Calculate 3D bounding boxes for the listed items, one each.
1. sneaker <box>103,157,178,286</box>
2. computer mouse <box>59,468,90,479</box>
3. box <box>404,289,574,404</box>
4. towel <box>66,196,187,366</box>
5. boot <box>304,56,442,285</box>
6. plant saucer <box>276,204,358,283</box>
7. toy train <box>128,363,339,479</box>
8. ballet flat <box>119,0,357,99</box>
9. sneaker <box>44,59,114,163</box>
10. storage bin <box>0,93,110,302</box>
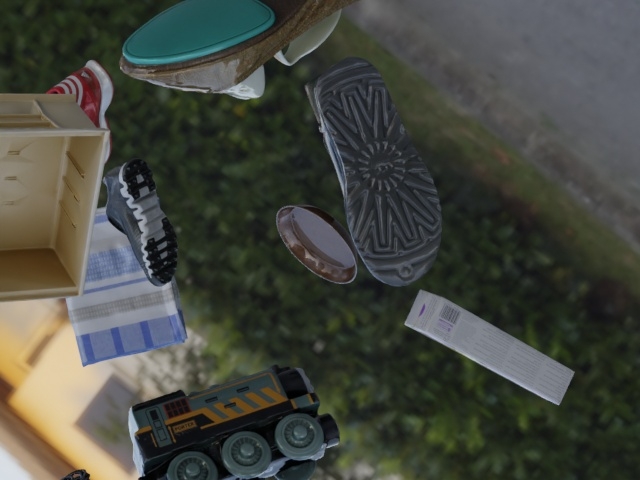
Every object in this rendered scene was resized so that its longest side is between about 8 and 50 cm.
[{"bbox_3d":[-0.321,-0.031,2.241,0.106,0.078,0.234,0,112,45],"label":"sneaker"},{"bbox_3d":[-0.437,0.519,2.060,0.072,0.188,0.272,28,-146,-48],"label":"computer mouse"},{"bbox_3d":[0.275,0.173,2.045,0.324,0.067,0.063,28,175,-32],"label":"box"},{"bbox_3d":[-0.371,0.072,2.350,0.034,0.209,0.285,156,102,-79],"label":"towel"},{"bbox_3d":[0.076,-0.126,2.146,0.445,0.146,0.367,-139,34,-83],"label":"boot"},{"bbox_3d":[0.000,0.000,2.112,0.168,0.029,0.168,31,149,21],"label":"plant saucer"},{"bbox_3d":[-0.141,0.305,1.981,0.142,0.334,0.190,101,147,-55],"label":"toy train"},{"bbox_3d":[-0.061,-0.230,1.374,0.116,0.342,0.124,32,149,33],"label":"ballet flat"},{"bbox_3d":[-0.395,-0.175,1.973,0.087,0.128,0.221,41,143,25],"label":"sneaker"},{"bbox_3d":[-0.444,-0.057,1.712,0.260,0.262,0.123,-4,-146,-31],"label":"storage bin"}]
